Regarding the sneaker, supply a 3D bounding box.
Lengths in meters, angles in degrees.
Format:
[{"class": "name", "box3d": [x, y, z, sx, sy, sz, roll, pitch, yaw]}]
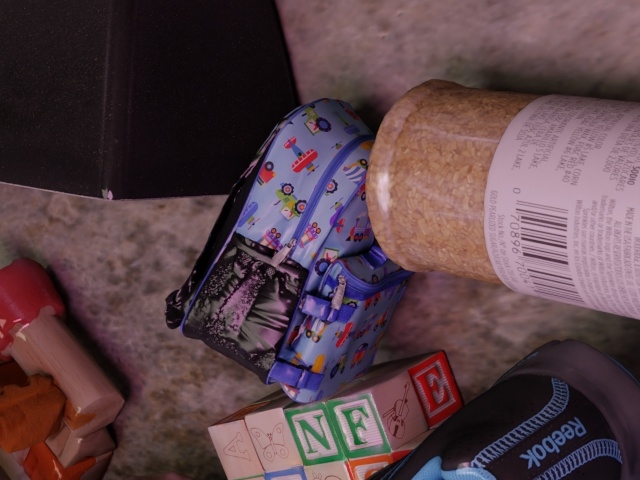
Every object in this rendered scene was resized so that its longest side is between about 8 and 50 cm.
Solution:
[{"class": "sneaker", "box3d": [0.050, 0.186, 0.814, 0.125, 0.139, 0.341, 47, 132, 18]}]

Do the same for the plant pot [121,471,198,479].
[{"class": "plant pot", "box3d": [-0.174, 0.348, 1.066, 0.305, 0.334, 0.334, -43, 74, 19]}]

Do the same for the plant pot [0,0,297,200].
[{"class": "plant pot", "box3d": [-0.131, -0.122, 0.976, 0.187, 0.188, 0.167, 10, 100, 41]}]

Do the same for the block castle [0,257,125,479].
[{"class": "block castle", "box3d": [-0.390, 0.226, 1.253, 0.213, 0.303, 0.453, 47, 131, 22]}]

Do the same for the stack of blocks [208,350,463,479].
[{"class": "stack of blocks", "box3d": [0.072, 0.170, 0.950, 0.297, 0.087, 0.171, -18, 93, 45]}]

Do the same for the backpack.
[{"class": "backpack", "box3d": [0.000, 0.000, 0.912, 0.117, 0.158, 0.173, 29, 101, 16]}]

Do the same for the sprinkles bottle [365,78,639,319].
[{"class": "sprinkles bottle", "box3d": [0.193, -0.013, 0.742, 0.355, 0.121, 0.121, 12, 114, 40]}]
